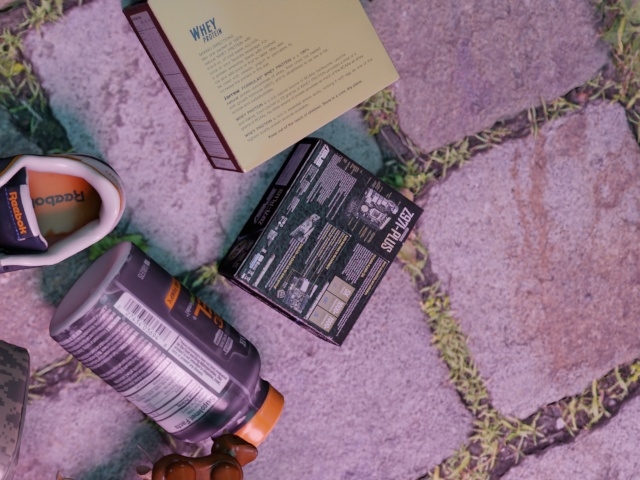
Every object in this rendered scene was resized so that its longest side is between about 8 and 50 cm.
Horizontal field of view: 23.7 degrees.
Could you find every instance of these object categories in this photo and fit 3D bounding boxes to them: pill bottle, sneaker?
[{"bbox_3d":[-0.153,0.123,1.594,0.246,0.130,0.130,42,80,-17],"label":"pill bottle"},{"bbox_3d":[-0.351,-0.020,1.520,0.321,0.127,0.126,-18,100,-15],"label":"sneaker"}]

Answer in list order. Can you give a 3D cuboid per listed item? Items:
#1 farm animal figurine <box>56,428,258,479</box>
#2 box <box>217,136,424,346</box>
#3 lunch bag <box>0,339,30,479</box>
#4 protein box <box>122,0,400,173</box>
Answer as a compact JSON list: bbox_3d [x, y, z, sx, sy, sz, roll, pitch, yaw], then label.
[{"bbox_3d":[-0.165,0.323,1.573,0.327,0.172,0.330,-18,129,-5],"label":"farm animal figurine"},{"bbox_3d":[0.000,0.000,1.664,0.147,0.077,0.180,33,83,-18],"label":"box"},{"bbox_3d":[-0.439,0.198,1.413,0.256,0.212,0.305,22,121,-22],"label":"lunch bag"},{"bbox_3d":[-0.064,-0.208,1.597,0.200,0.136,0.201,-33,104,-13],"label":"protein box"}]
